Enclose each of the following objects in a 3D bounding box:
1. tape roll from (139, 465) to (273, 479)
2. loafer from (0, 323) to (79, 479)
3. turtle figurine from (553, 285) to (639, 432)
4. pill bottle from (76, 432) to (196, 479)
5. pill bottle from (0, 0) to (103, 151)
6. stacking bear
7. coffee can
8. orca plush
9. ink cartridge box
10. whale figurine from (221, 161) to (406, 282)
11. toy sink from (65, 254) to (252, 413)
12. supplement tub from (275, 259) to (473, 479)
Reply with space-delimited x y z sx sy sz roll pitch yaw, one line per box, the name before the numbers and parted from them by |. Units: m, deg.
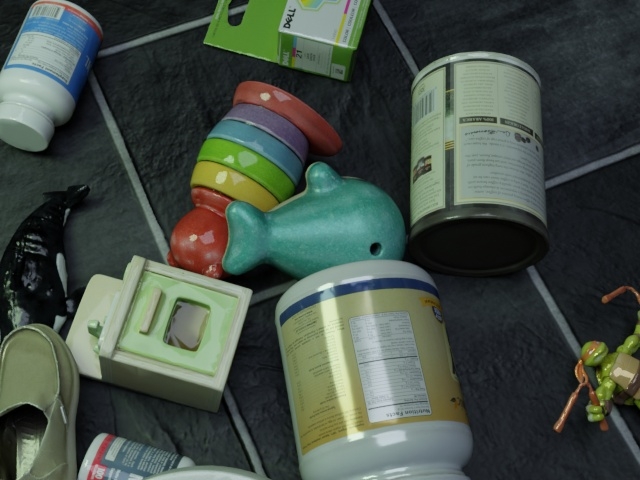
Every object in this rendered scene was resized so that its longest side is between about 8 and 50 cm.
tape roll | -0.138 0.459 1.162 0.392 0.072 0.392 0 83 -1
loafer | -0.367 0.215 1.283 0.102 0.092 0.268 -23 57 7
turtle figurine | 0.443 0.212 1.422 0.217 0.087 0.269 35 58 4
pill bottle | -0.218 0.325 1.308 0.180 0.108 0.108 15 65 4
pill bottle | -0.429 -0.254 1.560 0.124 0.124 0.221 14 65 3
stacking bear | -0.119 -0.072 1.480 0.175 0.164 0.289 18 73 30
coffee can | 0.233 -0.111 1.495 0.202 0.201 0.275 5 64 -2
orca plush | -0.399 0.035 1.436 0.151 0.102 0.287 20 65 5
ink cartridge box | -0.048 -0.389 1.666 0.255 0.097 0.188 14 65 2
whale figurine | 0.000 0.000 1.410 0.272 0.141 0.216 1 100 -31
toy sink | -0.228 0.121 1.381 0.234 0.131 0.152 17 64 -2
supplement tub | 0.071 0.208 1.318 0.228 0.228 0.316 -7 66 -8
